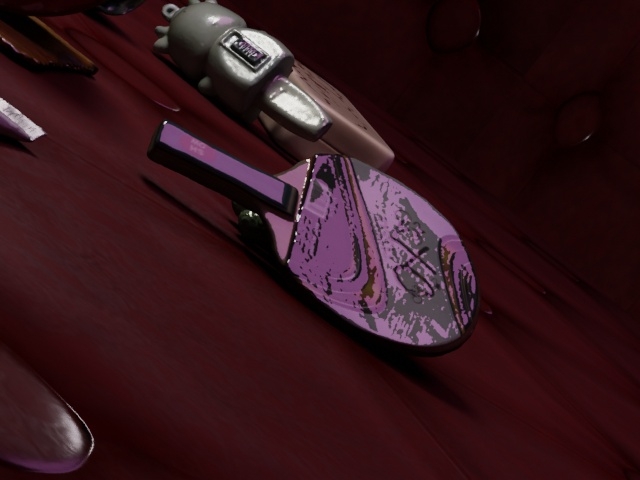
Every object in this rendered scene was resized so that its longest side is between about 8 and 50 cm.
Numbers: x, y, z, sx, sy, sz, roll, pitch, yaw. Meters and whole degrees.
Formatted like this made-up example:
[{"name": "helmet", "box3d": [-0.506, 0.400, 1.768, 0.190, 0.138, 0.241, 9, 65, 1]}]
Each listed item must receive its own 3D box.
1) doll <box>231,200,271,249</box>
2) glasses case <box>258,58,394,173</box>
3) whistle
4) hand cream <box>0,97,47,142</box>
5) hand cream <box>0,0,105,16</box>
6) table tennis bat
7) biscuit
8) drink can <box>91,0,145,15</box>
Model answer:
[{"name": "doll", "box3d": [0.000, 0.000, 1.466, 0.150, 0.077, 0.115, 23, 5, -20]}, {"name": "glasses case", "box3d": [-0.010, -0.156, 2.288, 0.144, 0.076, 0.336, 35, 8, -21]}, {"name": "whistle", "box3d": [-0.090, -0.201, 2.099, 0.253, 0.101, 0.106, 37, 4, 16]}, {"name": "hand cream", "box3d": [-0.269, -0.127, 1.056, 0.121, 0.076, 0.336, 42, 2, 17]}, {"name": "hand cream", "box3d": [-0.237, -0.310, 1.539, 0.230, 0.230, 0.149, 35, 7, -15]}, {"name": "table tennis bat", "box3d": [0.000, -0.013, 1.419, 0.301, 0.022, 0.173, 29, 45, -15]}, {"name": "biscuit", "box3d": [-0.308, -0.220, 1.555, 0.237, 0.013, 0.232, 38, 8, 3]}, {"name": "drink can", "box3d": [-0.278, -0.349, 2.068, 0.205, 0.118, 0.118, 42, 9, 34]}]
